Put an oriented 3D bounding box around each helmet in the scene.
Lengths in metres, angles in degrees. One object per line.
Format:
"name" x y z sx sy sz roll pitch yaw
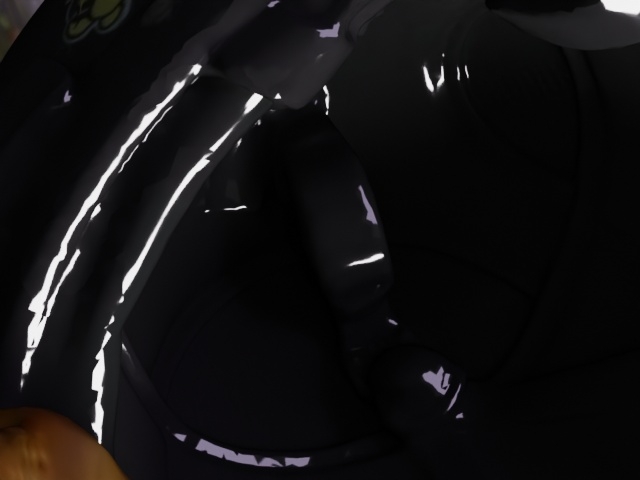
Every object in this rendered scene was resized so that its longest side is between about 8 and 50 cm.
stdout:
"helmet" 0.000 0.000 0.501 0.160 0.279 0.230 44 -18 53

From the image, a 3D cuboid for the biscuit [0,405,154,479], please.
"biscuit" -0.060 0.187 0.307 0.325 0.107 0.325 54 26 -42
